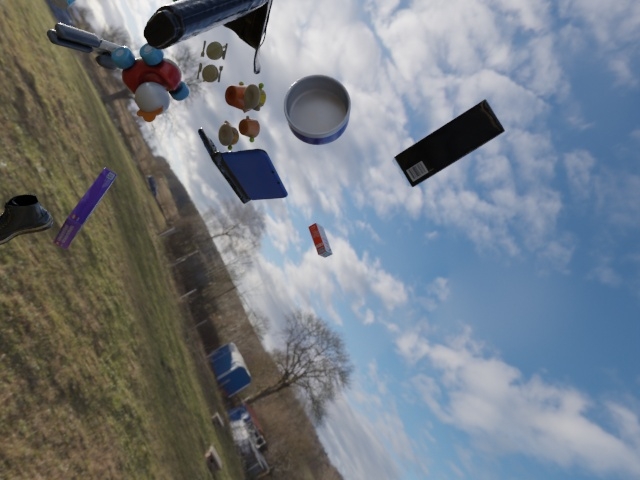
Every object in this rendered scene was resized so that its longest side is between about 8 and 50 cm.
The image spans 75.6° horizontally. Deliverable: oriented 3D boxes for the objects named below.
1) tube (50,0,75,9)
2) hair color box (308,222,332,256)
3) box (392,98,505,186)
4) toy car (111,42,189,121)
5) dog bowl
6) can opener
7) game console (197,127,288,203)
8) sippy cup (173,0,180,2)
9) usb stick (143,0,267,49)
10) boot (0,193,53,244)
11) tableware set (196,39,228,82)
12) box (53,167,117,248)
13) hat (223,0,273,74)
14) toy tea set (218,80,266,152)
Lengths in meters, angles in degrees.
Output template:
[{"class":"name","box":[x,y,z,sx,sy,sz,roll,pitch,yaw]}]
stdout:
[{"class":"tube","box":[-0.649,-0.699,1.102,0.052,0.206,0.080,-14,-41,38]},{"class":"hair color box","box":[0.000,0.000,2.140,0.093,0.054,0.167,28,38,-62]},{"class":"box","box":[0.333,-0.254,1.122,0.103,0.261,0.184,58,11,0]},{"class":"toy car","box":[-0.602,-0.515,1.439,0.219,0.211,0.237,63,26,-65]},{"class":"dog bowl","box":[-0.011,-0.525,1.665,0.264,0.265,0.104,58,-4,10]},{"class":"can opener","box":[-0.794,-0.662,1.429,0.095,0.076,0.283,64,18,-6]},{"class":"game console","box":[-0.277,-0.278,1.501,0.250,0.174,0.293,58,-4,30]},{"class":"sippy cup","box":[-0.433,-0.998,1.549,0.306,0.223,0.240,6,-6,24]},{"class":"usb stick","box":[-0.163,-0.357,0.637,0.077,0.278,0.045,-11,-58,33]},{"class":"boot","box":[-0.821,-0.060,1.066,0.076,0.198,0.137,57,-29,12]},{"class":"tableware set","box":[-0.510,-0.846,1.967,0.129,0.193,0.039,14,4,13]},{"class":"box","box":[-0.923,-0.129,1.622,0.057,0.293,0.201,33,-48,-25]},{"class":"hat","box":[-0.209,-0.643,1.167,0.331,0.134,0.330,-171,-90,-79]},{"class":"toy tea set","box":[-0.282,-0.439,1.579,0.200,0.124,0.335,30,-66,32]}]
